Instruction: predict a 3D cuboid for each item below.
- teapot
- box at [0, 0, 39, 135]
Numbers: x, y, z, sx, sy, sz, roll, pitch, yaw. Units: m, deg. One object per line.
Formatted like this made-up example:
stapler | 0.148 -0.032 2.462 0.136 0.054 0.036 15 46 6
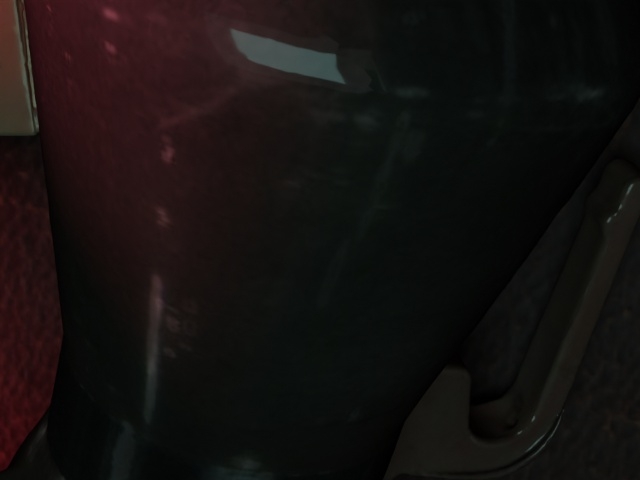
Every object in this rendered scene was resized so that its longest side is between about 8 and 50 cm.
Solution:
teapot | 0.000 0.000 0.570 0.300 0.253 0.344 6 120 -20
box | -0.206 -0.163 0.634 0.168 0.095 0.211 2 108 17
